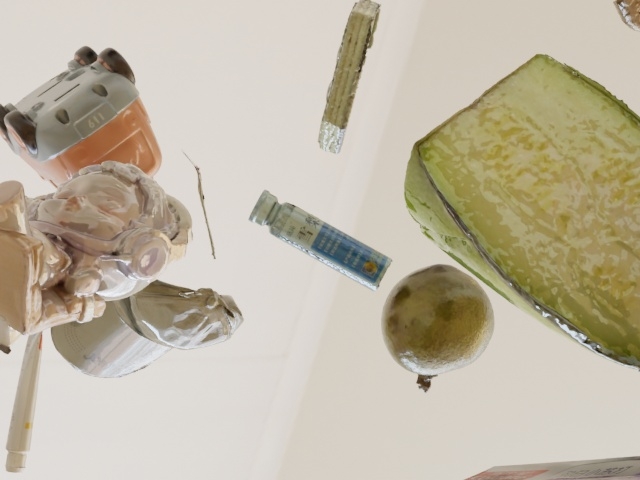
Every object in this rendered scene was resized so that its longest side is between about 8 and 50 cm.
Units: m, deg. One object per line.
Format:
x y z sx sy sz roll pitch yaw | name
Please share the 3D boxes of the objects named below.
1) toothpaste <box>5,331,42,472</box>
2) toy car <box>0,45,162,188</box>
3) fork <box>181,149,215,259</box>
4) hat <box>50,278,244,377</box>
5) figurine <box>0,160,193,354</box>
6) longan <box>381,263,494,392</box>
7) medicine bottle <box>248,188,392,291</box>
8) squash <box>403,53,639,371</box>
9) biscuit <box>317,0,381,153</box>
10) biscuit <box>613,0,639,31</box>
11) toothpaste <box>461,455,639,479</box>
-0.378 0.202 1.412 0.031 0.048 0.190 11 -97 -30 | toothpaste
-0.330 -0.141 1.564 0.180 0.270 0.212 -38 -65 -16 | toy car
-0.117 -0.037 1.088 0.016 0.012 0.115 31 -138 -77 | fork
-0.231 0.127 1.484 0.214 0.149 0.244 25 -72 -36 | hat
-0.207 -0.007 0.936 0.237 0.163 0.141 -25 -51 -52 | figurine
0.153 0.117 1.452 0.155 0.145 0.176 3 -72 -16 | longan
0.000 0.000 1.416 0.051 0.191 0.051 -60 1 1 | medicine bottle
0.274 -0.008 1.106 0.234 0.309 0.210 -35 -44 -17 | squash
0.041 -0.260 1.780 0.150 0.052 0.252 -71 -4 -66 | biscuit
0.494 -0.388 1.524 0.226 0.042 0.226 -15 -50 -20 | biscuit
0.162 0.164 0.699 0.047 0.196 0.040 -12 -96 -34 | toothpaste
